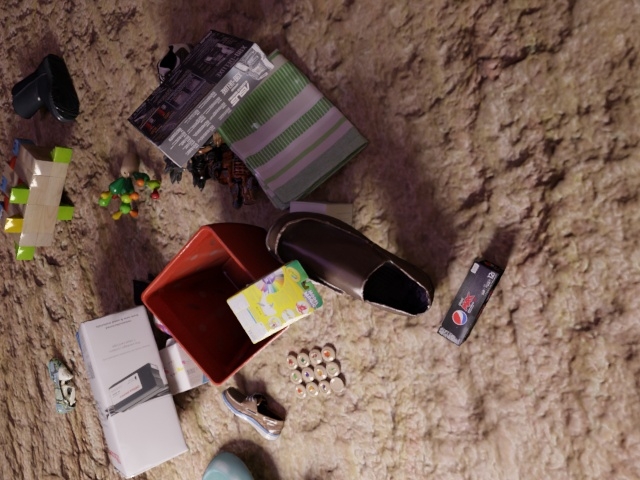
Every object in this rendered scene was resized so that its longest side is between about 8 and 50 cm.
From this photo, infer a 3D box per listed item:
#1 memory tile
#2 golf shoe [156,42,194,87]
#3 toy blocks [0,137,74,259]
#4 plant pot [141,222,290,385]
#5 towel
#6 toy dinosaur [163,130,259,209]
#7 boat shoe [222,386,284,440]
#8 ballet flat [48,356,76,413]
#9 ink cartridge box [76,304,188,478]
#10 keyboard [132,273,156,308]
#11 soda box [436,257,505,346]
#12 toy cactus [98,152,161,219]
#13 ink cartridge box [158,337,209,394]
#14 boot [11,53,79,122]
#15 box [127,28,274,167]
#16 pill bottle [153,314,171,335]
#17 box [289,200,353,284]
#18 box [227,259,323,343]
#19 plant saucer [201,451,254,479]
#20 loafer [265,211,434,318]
[{"bbox_3d":[-0.015,0.317,1.289,0.148,0.012,0.113,-20,84,31],"label":"memory tile"},{"bbox_3d":[-0.401,-0.431,1.410,0.077,0.094,0.198,43,116,20],"label":"golf shoe"},{"bbox_3d":[-0.934,-0.167,1.728,0.261,0.191,0.381,35,112,36],"label":"toy blocks"},{"bbox_3d":[-0.185,0.112,1.226,0.267,0.236,0.267,48,117,2],"label":"plant pot"},{"bbox_3d":[-0.089,-0.254,1.217,0.248,0.038,0.325,-40,72,2],"label":"towel"},{"bbox_3d":[-0.254,-0.222,1.336,0.218,0.164,0.321,-25,57,17],"label":"toy dinosaur"},{"bbox_3d":[-0.166,0.421,1.366,0.183,0.066,0.066,33,106,14],"label":"boat shoe"},{"bbox_3d":[-0.849,0.477,1.791,0.070,0.070,0.188,-11,90,32],"label":"ballet flat"},{"bbox_3d":[-0.517,0.400,1.453,0.285,0.166,0.394,-30,78,60],"label":"ink cartridge box"},{"bbox_3d":[-0.471,0.150,1.547,0.180,0.023,0.108,10,106,29],"label":"keyboard"},{"bbox_3d":[0.294,0.120,1.056,0.053,0.060,0.168,31,109,24],"label":"soda box"},{"bbox_3d":[-0.532,-0.159,1.526,0.219,0.112,0.180,-16,67,34],"label":"toy cactus"},{"bbox_3d":[-0.369,0.330,1.460,0.090,0.092,0.143,-27,79,31],"label":"ink cartridge box"},{"bbox_3d":[-0.867,-0.432,1.690,0.207,0.094,0.246,-28,73,26],"label":"boot"},{"bbox_3d":[-0.280,-0.335,1.230,0.307,0.076,0.242,-49,42,-4],"label":"box"},{"bbox_3d":[-0.335,0.216,1.419,0.194,0.108,0.108,16,102,30],"label":"pill bottle"},{"bbox_3d":[0.000,0.000,1.182,0.091,0.130,0.170,7,97,29],"label":"box"},{"bbox_3d":[-0.082,0.113,1.029,0.179,0.043,0.105,-31,92,28],"label":"box"},{"bbox_3d":[-0.237,0.711,1.381,0.318,0.044,0.317,0,90,52],"label":"plant saucer"},{"bbox_3d":[0.071,0.046,1.050,0.366,0.130,0.133,21,95,-8],"label":"loafer"}]
